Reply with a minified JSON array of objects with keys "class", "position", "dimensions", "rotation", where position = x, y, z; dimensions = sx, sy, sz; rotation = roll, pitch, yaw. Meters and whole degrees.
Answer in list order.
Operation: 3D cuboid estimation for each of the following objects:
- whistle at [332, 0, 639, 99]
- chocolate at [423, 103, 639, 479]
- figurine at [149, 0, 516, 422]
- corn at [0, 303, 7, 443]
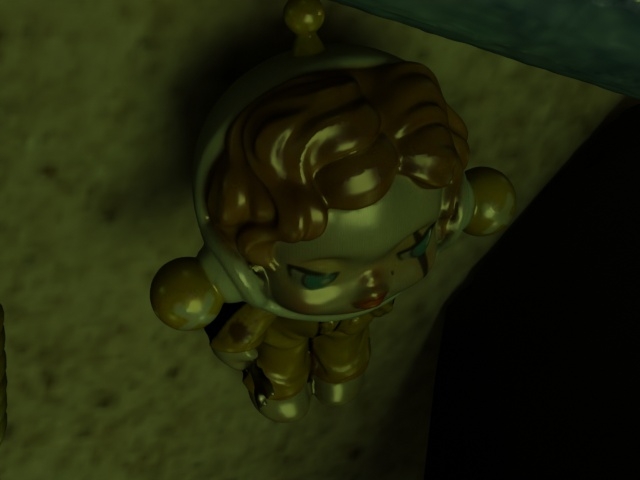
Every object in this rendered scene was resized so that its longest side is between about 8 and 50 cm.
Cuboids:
[{"class":"whistle","position":[0.080,-0.053,0.354],"dimensions":[0.304,0.062,0.062],"rotation":[15,120,-20]},{"class":"chocolate","position":[0.230,0.118,0.535],"dimensions":[0.314,0.326,0.297],"rotation":[-12,151,44]},{"class":"figurine","position":[0.004,-0.001,0.498],"dimensions":[0.101,0.068,0.143],"rotation":[-31,148,3]},{"class":"corn","position":[-0.117,-0.048,0.366],"dimensions":[0.097,0.097,0.320],"rotation":[-16,134,-17]}]
